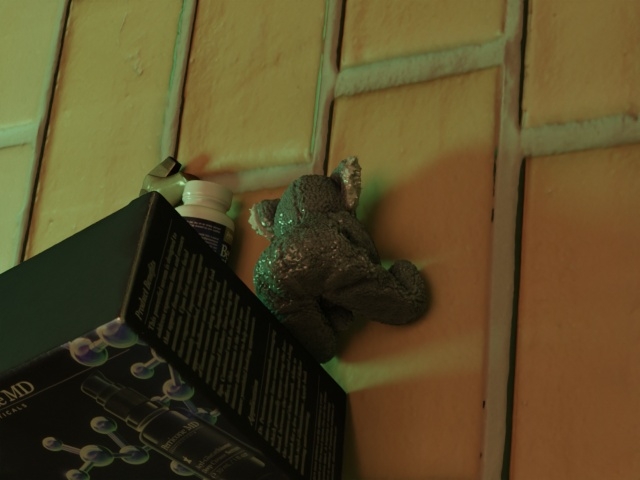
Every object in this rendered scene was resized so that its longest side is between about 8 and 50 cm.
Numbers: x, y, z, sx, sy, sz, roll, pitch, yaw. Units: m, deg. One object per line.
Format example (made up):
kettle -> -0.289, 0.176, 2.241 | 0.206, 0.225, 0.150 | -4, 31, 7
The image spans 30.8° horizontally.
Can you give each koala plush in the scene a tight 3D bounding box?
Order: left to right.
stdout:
koala plush -> 0.000, 0.000, 1.467 | 0.196, 0.203, 0.221 | -27, 46, 21

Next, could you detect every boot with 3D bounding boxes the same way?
boot -> -0.221, -0.067, 1.724 | 0.118, 0.042, 0.087 | 43, 104, 38

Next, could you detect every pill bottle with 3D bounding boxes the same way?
pill bottle -> -0.172, 0.007, 1.624 | 0.094, 0.094, 0.169 | 1, 72, 34

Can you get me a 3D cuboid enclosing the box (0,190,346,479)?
box -> -0.197, 0.189, 1.353 | 0.293, 0.395, 0.212 | -26, 34, 24
